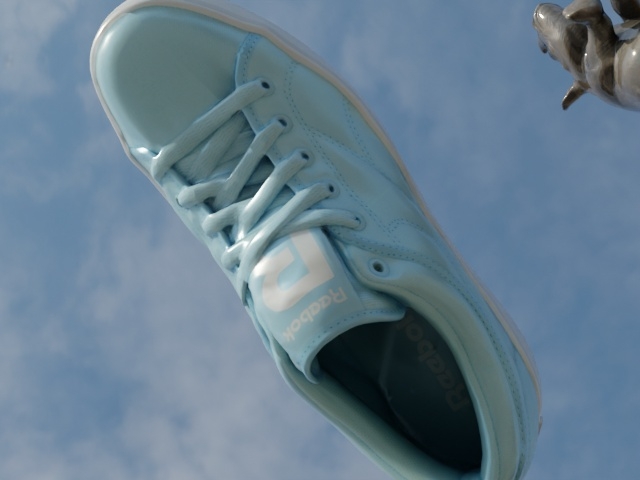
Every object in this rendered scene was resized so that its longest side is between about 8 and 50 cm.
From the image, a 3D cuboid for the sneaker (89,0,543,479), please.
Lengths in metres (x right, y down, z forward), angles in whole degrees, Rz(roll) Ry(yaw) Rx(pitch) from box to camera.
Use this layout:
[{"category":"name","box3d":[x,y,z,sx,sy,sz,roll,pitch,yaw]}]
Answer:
[{"category":"sneaker","box3d":[0.000,0.000,0.663,0.366,0.150,0.135,45,-78,-1]}]

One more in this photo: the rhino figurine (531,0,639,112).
[{"category":"rhino figurine","box3d":[0.210,-0.128,0.787,0.073,0.243,0.106,-41,-71,-11]}]
